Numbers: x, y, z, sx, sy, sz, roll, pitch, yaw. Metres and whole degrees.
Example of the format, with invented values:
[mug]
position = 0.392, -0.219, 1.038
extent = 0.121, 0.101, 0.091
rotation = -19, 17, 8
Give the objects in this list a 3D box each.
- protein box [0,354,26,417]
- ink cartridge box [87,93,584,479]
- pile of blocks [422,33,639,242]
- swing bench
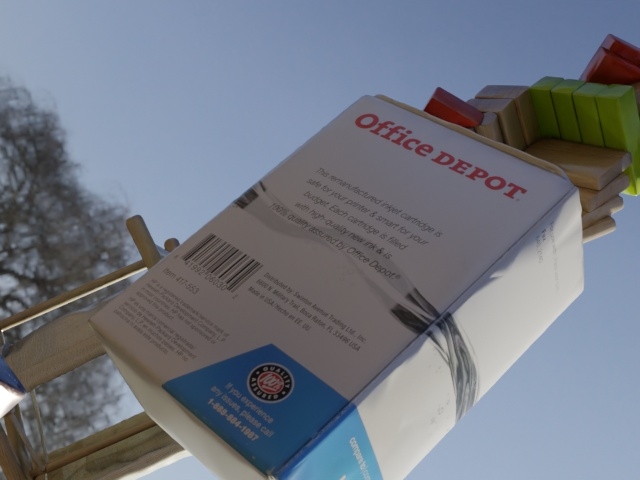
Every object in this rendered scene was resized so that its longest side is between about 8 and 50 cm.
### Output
[protein box]
position = -0.326, 0.071, 0.567
extent = 0.200, 0.201, 0.136
rotation = 46, -6, 25
[ink cartridge box]
position = 0.012, 0.030, 0.465
extent = 0.140, 0.191, 0.082
rotation = 30, -30, 40
[pile of blocks]
position = 0.130, -0.063, 0.734
extent = 0.149, 0.362, 0.112
rotation = -121, -173, -61
[swing bench]
position = -0.241, 0.147, 1.056
extent = 0.165, 0.253, 0.254
rotation = 55, 12, -79
